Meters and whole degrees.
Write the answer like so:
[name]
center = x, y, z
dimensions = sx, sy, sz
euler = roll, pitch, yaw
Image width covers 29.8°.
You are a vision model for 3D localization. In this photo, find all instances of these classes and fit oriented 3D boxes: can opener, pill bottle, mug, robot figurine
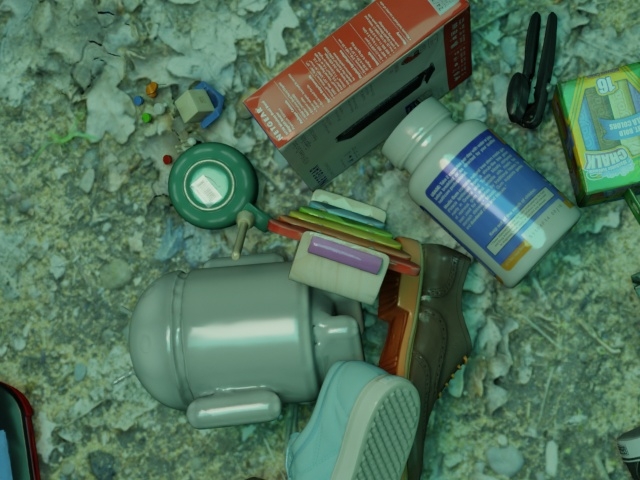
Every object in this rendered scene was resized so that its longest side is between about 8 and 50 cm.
[can opener]
center = 0.317, -0.251, 1.764
dimensions = 0.059, 0.073, 0.186
euler = 14, 76, 16
[pill bottle]
center = 0.221, -0.075, 1.704
dimensions = 0.272, 0.152, 0.152
euler = 44, 90, 9
[mug]
center = -0.145, -0.079, 1.765
dimensions = 0.157, 0.097, 0.130
euler = 3, 91, 1
[robot figurine]
center = -0.116, 0.135, 1.691
dimensions = 0.353, 0.200, 0.300
euler = -4, 43, 6

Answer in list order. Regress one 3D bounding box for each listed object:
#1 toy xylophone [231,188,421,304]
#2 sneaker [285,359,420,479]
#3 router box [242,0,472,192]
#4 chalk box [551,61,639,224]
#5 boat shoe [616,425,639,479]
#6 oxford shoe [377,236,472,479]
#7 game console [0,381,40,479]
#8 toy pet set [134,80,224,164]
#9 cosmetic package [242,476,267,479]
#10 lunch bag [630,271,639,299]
[toy xylophone]
center = 0.000, 0.000, 1.637
dimensions = 0.236, 0.323, 0.081
euler = 16, 103, -10
[sneaker]
center = 0.011, 0.331, 1.602
dimensions = 0.150, 0.135, 0.366
euler = 26, 93, 48
[router box]
center = 0.064, -0.211, 1.648
dimensions = 0.301, 0.335, 0.082
euler = -37, 80, 2
[chalk box]
center = 0.416, -0.123, 1.697
dimensions = 0.132, 0.132, 0.213
euler = -13, 81, 5
[boat shoe]
center = 0.567, 0.263, 1.644
dimensions = 0.306, 0.113, 0.105
euler = -24, 87, 6
[oxford shoe]
center = 0.150, 0.180, 1.686
dimensions = 0.132, 0.130, 0.364
euler = 8, 82, -14
[game console]
center = -0.572, 0.416, 1.782
dimensions = 0.342, 0.060, 0.387
euler = -11, 81, 5
[toy pet set]
center = -0.206, -0.194, 1.827
dimensions = 0.114, 0.065, 0.122
euler = -35, 75, 37
[cosmetic package]
center = 0.022, 0.451, 1.682
dimensions = 0.309, 0.113, 0.160
euler = 17, 84, 9
[lunch bag]
center = 0.565, 0.089, 1.624
dimensions = 0.223, 0.262, 0.160
euler = -25, 123, 5
